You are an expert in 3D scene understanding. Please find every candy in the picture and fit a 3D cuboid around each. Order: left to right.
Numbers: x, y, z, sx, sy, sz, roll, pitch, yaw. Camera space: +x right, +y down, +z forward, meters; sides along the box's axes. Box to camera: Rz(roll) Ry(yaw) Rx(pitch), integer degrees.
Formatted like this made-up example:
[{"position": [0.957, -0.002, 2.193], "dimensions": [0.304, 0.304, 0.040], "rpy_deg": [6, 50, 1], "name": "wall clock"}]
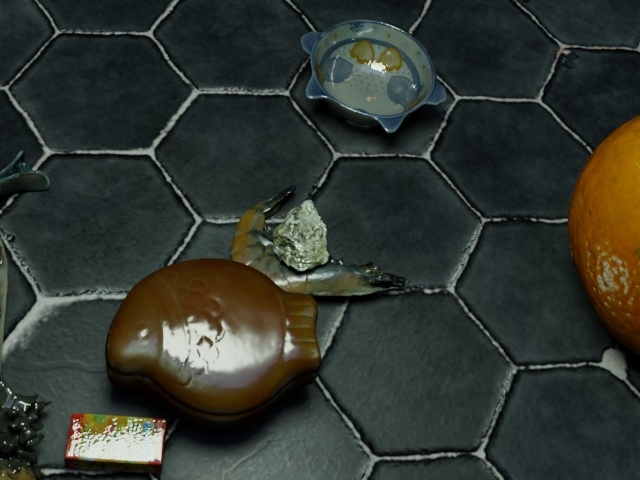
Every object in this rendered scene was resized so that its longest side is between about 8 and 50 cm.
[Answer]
[{"position": [-0.259, 0.257, 1.185], "dimensions": [0.121, 0.038, 0.062], "rpy_deg": [5, 58, -6], "name": "candy"}]

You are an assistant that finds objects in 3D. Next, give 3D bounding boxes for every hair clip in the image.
[{"position": [-0.489, -0.072, 1.305], "dimensions": [0.070, 0.039, 0.229], "rpy_deg": [44, 38, 17], "name": "hair clip"}]

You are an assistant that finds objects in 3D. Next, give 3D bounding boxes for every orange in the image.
[{"position": [0.551, 0.010, 1.306], "dimensions": [0.423, 0.326, 0.424], "rpy_deg": [15, 41, -14], "name": "orange"}]

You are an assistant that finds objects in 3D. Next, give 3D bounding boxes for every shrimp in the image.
[{"position": [0.000, 0.000, 1.382], "dimensions": [0.261, 0.051, 0.198], "rpy_deg": [2, 58, -5], "name": "shrimp"}]

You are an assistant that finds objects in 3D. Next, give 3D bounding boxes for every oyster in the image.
[{"position": [-0.023, -0.006, 1.336], "dimensions": [0.098, 0.037, 0.100], "rpy_deg": [-32, 59, -25], "name": "oyster"}]

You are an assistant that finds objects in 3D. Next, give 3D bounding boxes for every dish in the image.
[{"position": [0.071, -0.251, 1.528], "dimensions": [0.228, 0.086, 0.236], "rpy_deg": [-37, 71, -26], "name": "dish"}]

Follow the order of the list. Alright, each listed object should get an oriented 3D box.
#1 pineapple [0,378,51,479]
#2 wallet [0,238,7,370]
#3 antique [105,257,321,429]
[{"position": [-0.372, 0.320, 1.062], "dimensions": [0.201, 0.202, 0.362], "rpy_deg": [-1, 40, -10], "name": "pineapple"}, {"position": [-0.555, 0.092, 1.228], "dimensions": [0.274, 0.068, 0.336], "rpy_deg": [-1, 65, -6], "name": "wallet"}, {"position": [-0.139, 0.137, 1.226], "dimensions": [0.278, 0.129, 0.224], "rpy_deg": [-4, 59, -12], "name": "antique"}]
